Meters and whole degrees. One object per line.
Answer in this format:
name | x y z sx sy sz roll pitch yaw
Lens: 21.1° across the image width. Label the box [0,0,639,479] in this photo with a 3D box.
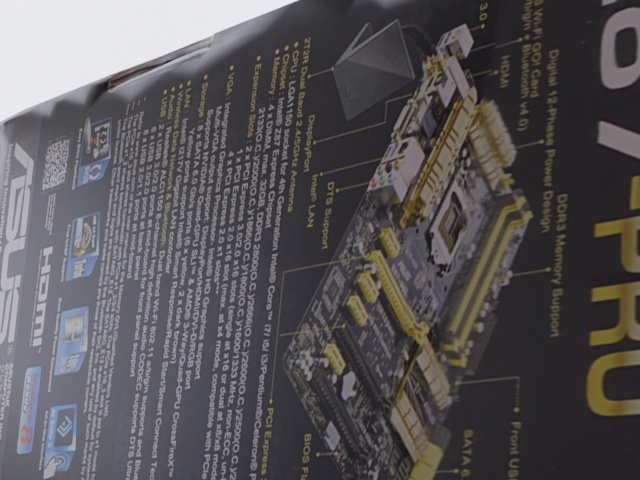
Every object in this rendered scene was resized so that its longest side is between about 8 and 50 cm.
box | 0.007 0.134 0.428 0.097 0.318 0.395 13 -107 -34
